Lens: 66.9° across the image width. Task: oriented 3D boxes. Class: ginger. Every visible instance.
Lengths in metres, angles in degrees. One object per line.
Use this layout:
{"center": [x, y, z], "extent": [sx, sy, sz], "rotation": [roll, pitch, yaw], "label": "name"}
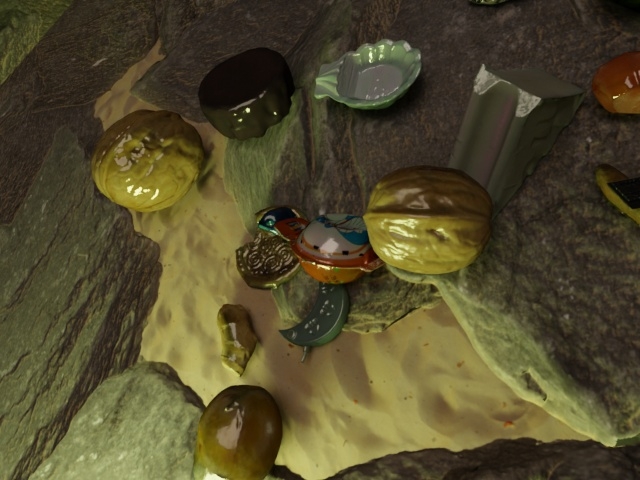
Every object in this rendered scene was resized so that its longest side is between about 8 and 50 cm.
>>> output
{"center": [-0.204, 0.231, 1.158], "extent": [0.095, 0.068, 0.190], "rotation": [-38, 56, 31], "label": "ginger"}

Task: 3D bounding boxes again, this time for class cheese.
{"center": [0.000, 0.000, 1.106], "extent": [0.329, 0.216, 0.129], "rotation": [25, 120, 35], "label": "cheese"}

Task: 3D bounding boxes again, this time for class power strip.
{"center": [-0.009, 0.172, 1.107], "extent": [0.137, 0.044, 0.216], "rotation": [21, 78, 30], "label": "power strip"}

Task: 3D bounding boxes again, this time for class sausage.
{"center": [0.681, -0.316, 0.953], "extent": [0.258, 0.133, 0.133], "rotation": [5, 70, 31], "label": "sausage"}

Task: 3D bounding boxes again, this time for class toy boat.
{"center": [0.129, -0.416, 1.268], "extent": [0.290, 0.100, 0.200], "rotation": [6, 70, 26], "label": "toy boat"}

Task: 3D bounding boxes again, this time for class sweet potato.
{"center": [0.615, -0.054, 0.904], "extent": [0.075, 0.075, 0.273], "rotation": [-41, 53, 4], "label": "sweet potato"}

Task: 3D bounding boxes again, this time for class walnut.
{"center": [-0.489, -0.233, 1.388], "extent": [0.277, 0.252, 0.313], "rotation": [20, 73, 42], "label": "walnut"}
{"center": [0.217, -0.042, 0.986], "extent": [0.260, 0.225, 0.225], "rotation": [2, 67, 1], "label": "walnut"}

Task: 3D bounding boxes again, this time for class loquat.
{"center": [-0.171, 0.415, 1.001], "extent": [0.179, 0.179, 0.228], "rotation": [4, 72, 26], "label": "loquat"}

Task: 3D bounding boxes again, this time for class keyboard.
{"center": [0.633, -0.099, 0.889], "extent": [0.196, 0.015, 0.074], "rotation": [-10, 43, -7], "label": "keyboard"}

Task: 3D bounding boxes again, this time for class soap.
{"center": [0.423, -0.220, 1.080], "extent": [0.159, 0.257, 0.302], "rotation": [38, 131, 32], "label": "soap"}

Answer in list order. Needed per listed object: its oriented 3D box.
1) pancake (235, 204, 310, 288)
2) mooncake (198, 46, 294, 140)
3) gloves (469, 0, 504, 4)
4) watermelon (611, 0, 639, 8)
{"center": [-0.119, 0.015, 1.237], "extent": [0.211, 0.029, 0.235], "rotation": [17, 78, 29], "label": "pancake"}
{"center": [-0.207, -0.421, 1.404], "extent": [0.282, 0.141, 0.283], "rotation": [-10, 56, 15], "label": "mooncake"}
{"center": [0.474, -0.664, 1.220], "extent": [0.212, 0.111, 0.128], "rotation": [-26, 61, 46], "label": "gloves"}
{"center": [0.719, -0.584, 1.048], "extent": [0.232, 0.127, 0.204], "rotation": [15, 75, 31], "label": "watermelon"}
